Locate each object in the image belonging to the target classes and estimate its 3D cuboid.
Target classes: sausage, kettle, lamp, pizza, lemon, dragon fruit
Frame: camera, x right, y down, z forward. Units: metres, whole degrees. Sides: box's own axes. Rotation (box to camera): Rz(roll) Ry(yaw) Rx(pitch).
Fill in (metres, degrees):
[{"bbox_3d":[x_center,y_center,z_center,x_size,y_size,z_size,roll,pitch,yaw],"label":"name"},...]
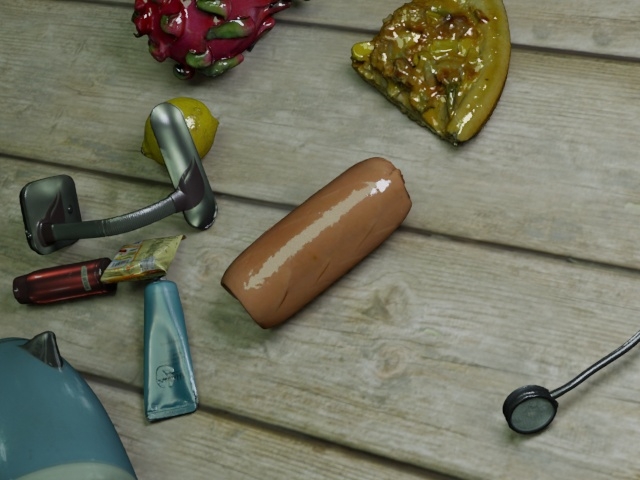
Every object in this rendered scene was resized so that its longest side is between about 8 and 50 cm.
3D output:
[{"bbox_3d":[0.001,-0.001,1.641,0.304,0.121,0.121,-39,57,-2],"label":"sausage"},{"bbox_3d":[-0.424,0.307,1.588,0.319,0.247,0.342,-50,46,20],"label":"kettle"},{"bbox_3d":[-0.323,-0.092,1.757,0.283,0.124,0.203,-8,101,17],"label":"lamp"},{"bbox_3d":[0.211,-0.299,1.750,0.268,0.087,0.258,-45,61,-10],"label":"pizza"},{"bbox_3d":[0.385,0.111,1.481,0.371,0.130,0.108,-42,34,10],"label":"lamp"},{"bbox_3d":[-0.225,-0.169,1.820,0.133,0.109,0.109,-25,58,-2],"label":"lemon"},{"bbox_3d":[-0.170,-0.385,1.874,0.273,0.218,0.198,-43,95,-11],"label":"dragon fruit"}]

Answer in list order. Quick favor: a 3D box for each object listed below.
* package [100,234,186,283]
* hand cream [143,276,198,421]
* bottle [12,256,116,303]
[{"bbox_3d":[-0.270,0.028,1.750,0.108,0.031,0.121,-8,28,15],"label":"package"},{"bbox_3d":[-0.229,0.153,1.694,0.083,0.048,0.224,-15,64,9],"label":"hand cream"},{"bbox_3d":[-0.402,0.066,1.792,0.164,0.060,0.060,-10,61,15],"label":"bottle"}]
